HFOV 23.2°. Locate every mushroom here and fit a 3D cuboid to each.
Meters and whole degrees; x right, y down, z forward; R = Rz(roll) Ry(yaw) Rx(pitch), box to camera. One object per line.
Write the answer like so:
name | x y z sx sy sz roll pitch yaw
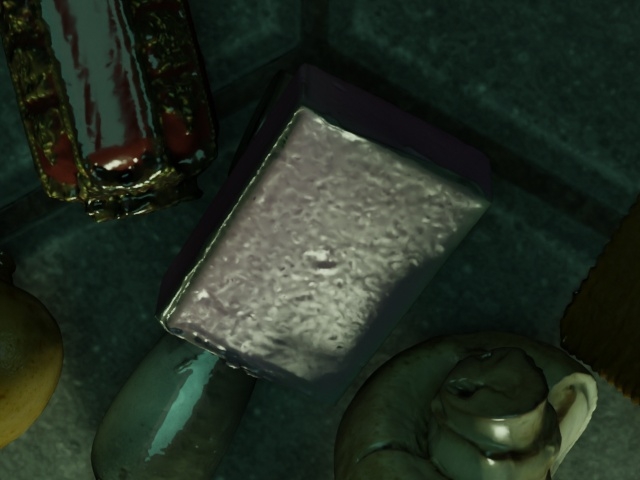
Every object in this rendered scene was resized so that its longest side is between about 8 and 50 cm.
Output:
mushroom | 0.107 0.168 1.307 0.189 0.253 0.195 17 138 21

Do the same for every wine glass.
wine glass | -0.137 0.171 1.376 0.111 0.111 0.204 29 97 -2

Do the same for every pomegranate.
pomegranate | -0.311 0.097 1.341 0.196 0.196 0.196 0 98 2

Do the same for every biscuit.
biscuit | 0.310 0.028 1.291 0.013 0.232 0.237 26 99 -31

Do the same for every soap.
soap | 0.000 -0.001 1.278 0.181 0.081 0.259 24 123 -15

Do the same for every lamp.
lamp | -0.180 -0.154 1.310 0.177 0.177 0.274 -15 97 4

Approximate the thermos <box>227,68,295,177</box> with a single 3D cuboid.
thermos | 0.021 -0.048 1.356 0.193 0.105 0.137 25 122 -10
